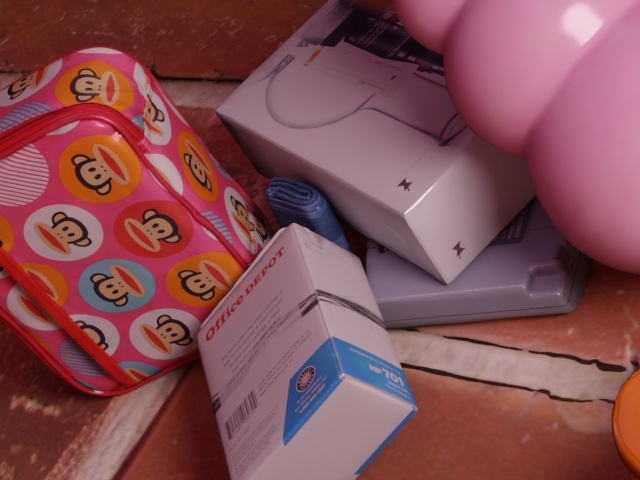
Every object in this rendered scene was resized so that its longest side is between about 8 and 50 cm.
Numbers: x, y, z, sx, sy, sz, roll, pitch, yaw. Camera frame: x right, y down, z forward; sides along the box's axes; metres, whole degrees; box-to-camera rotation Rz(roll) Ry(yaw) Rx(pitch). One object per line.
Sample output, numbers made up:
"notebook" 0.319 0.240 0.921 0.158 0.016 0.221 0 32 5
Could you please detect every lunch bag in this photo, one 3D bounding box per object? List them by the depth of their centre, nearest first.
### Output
"lunch bag" -0.202 -0.003 1.403 0.258 0.293 0.120 -25 38 20

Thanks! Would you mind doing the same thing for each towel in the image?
"towel" 0.000 0.000 1.389 0.029 0.119 0.067 -43 37 -23

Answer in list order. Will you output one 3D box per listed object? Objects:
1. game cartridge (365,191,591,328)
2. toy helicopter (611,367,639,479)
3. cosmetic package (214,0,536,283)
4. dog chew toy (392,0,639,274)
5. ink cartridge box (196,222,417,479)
"game cartridge" 0.146 -0.054 1.389 0.198 0.062 0.297 -10 45 35
"toy helicopter" 0.348 0.055 1.047 0.235 0.140 0.355 19 72 24
"cosmetic package" 0.132 -0.168 1.401 0.377 0.097 0.284 -45 42 -12
"dog chew toy" 0.183 -0.128 1.171 0.332 0.206 0.206 42 78 16
"ink cartridge box" -0.016 0.102 1.289 0.139 0.082 0.190 -50 31 23
